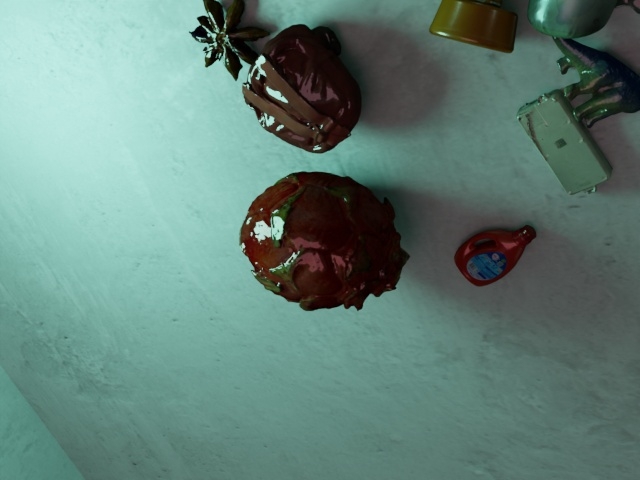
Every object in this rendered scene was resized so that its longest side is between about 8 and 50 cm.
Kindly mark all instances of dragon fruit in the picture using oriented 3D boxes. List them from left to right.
[{"bbox_3d":[0.000,0.000,1.399,0.342,0.277,0.278,19,132,8],"label":"dragon fruit"}]

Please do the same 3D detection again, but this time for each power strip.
[{"bbox_3d":[0.402,-0.159,1.208,0.081,0.035,0.192,-27,109,41],"label":"power strip"}]

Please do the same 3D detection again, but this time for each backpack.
[{"bbox_3d":[-0.028,-0.256,1.297,0.229,0.139,0.229,16,130,20],"label":"backpack"}]

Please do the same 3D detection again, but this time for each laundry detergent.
[{"bbox_3d":[0.333,0.018,1.378,0.097,0.049,0.165,44,131,-3],"label":"laundry detergent"}]

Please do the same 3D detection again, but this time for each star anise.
[{"bbox_3d":[-0.171,-0.374,1.342,0.167,0.057,0.168,16,132,19],"label":"star anise"}]

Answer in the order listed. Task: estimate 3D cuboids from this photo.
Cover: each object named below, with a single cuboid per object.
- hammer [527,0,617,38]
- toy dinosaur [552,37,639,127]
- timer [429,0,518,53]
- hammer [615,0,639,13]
[{"bbox_3d":[0.254,-0.380,0.972,0.335,0.119,0.207,0,126,-12],"label":"hammer"},{"bbox_3d":[0.458,-0.260,1.096,0.188,0.075,0.248,-23,106,29],"label":"toy dinosaur"},{"bbox_3d":[0.245,-0.370,1.092,0.132,0.132,0.152,19,109,15],"label":"timer"},{"bbox_3d":[0.469,-0.438,0.955,0.111,0.033,0.288,16,131,18],"label":"hammer"}]
